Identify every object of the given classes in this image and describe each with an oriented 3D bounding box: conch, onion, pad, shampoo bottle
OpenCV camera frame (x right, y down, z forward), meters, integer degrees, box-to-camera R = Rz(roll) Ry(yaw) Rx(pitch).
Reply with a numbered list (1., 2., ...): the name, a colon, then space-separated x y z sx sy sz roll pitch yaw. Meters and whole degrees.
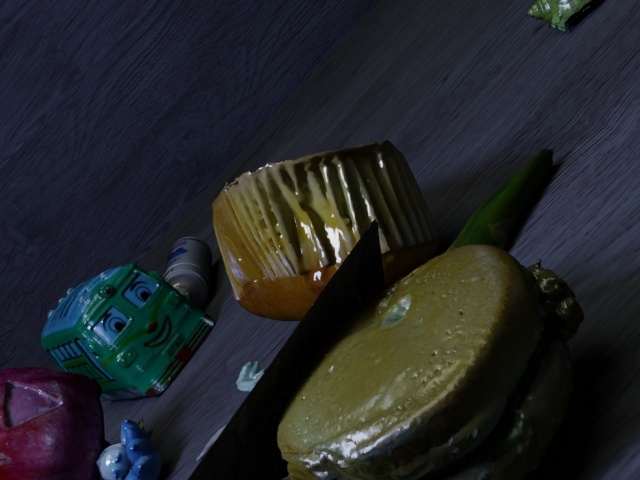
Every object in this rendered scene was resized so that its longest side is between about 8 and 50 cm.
1. conch: 0.316 -0.304 1.233 0.121 0.074 0.089 -17 55 30
2. onion: -0.383 0.310 1.269 0.256 0.272 0.231 87 177 -57
3. pad: -0.049 0.180 0.738 0.368 0.007 0.248 -53 -22 -19
4. shampoo bottle: -0.255 0.070 1.859 0.092 0.092 0.303 -46 12 8

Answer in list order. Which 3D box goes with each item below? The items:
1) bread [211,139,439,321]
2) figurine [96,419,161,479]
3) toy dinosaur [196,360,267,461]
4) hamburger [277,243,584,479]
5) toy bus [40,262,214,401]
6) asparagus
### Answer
1. bread: 0.000 0.000 1.032 0.204 0.156 0.288 -15 -3 -22
2. figurine: -0.236 0.279 1.213 0.114 0.079 0.114 -164 90 -76
3. toy dinosaur: -0.031 0.153 0.978 0.242 0.053 0.167 -39 20 -3
4. hamburger: 0.078 0.103 0.632 0.215 0.122 0.189 -38 13 21
5. toy bus: -0.349 0.155 1.686 0.184 0.199 0.343 -53 16 -26
6. asparagus: 0.163 -0.022 0.909 0.178 0.041 0.045 -53 22 -26
